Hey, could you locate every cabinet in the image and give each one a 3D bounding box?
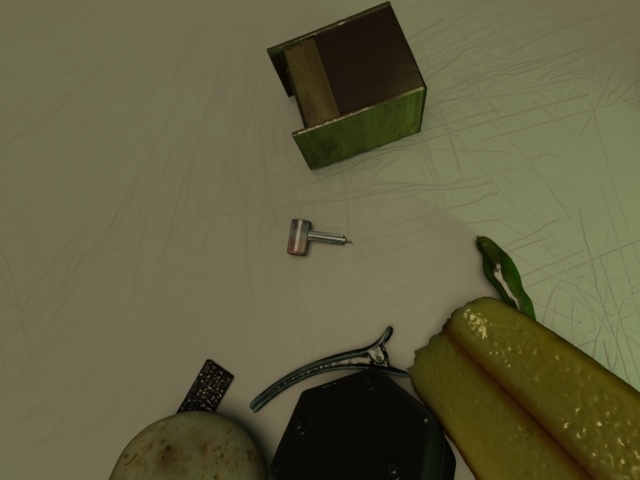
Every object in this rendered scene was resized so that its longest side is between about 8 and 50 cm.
[{"bbox_3d":[0.045,-0.255,0.701,0.215,0.148,0.175,-19,75,5],"label":"cabinet"}]

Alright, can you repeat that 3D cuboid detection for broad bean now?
[{"bbox_3d":[0.292,0.082,0.627,0.061,0.046,0.196,-9,78,8],"label":"broad bean"}]

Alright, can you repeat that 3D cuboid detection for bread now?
[{"bbox_3d":[0.324,0.260,0.562,0.233,0.244,0.362,-51,43,12],"label":"bread"}]

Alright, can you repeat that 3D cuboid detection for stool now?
[{"bbox_3d":[0.059,0.298,0.542,0.232,0.141,0.232,-17,34,12],"label":"stool"}]

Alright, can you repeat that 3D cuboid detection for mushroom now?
[{"bbox_3d":[-0.201,0.400,0.611,0.243,0.243,0.244,-3,78,13],"label":"mushroom"}]

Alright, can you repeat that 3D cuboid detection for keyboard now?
[{"bbox_3d":[-0.229,0.316,0.716,0.061,0.013,0.205,29,86,16],"label":"keyboard"}]

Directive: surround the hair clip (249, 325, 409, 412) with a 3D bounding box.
[{"bbox_3d":[0.002,0.223,0.672,0.275,0.048,0.083,-21,76,13],"label":"hair clip"}]

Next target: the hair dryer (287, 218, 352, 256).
[{"bbox_3d":[0.000,0.000,0.720,0.114,0.037,0.063,7,82,7],"label":"hair dryer"}]
